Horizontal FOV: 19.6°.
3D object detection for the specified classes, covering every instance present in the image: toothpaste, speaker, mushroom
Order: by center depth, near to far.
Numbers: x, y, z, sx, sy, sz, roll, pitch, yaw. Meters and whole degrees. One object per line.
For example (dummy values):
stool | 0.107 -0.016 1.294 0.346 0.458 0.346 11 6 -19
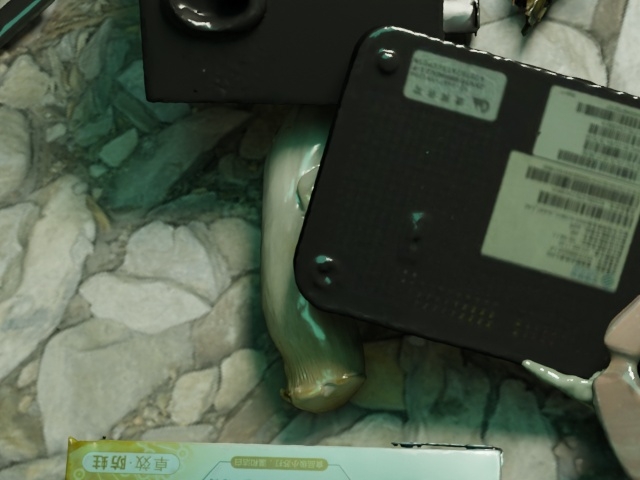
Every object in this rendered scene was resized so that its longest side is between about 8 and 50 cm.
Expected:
toothpaste | -0.025 0.190 1.324 0.313 0.071 0.089 1 66 4
mushroom | -0.001 -0.002 1.413 0.099 0.096 0.278 -16 56 34
speaker | 0.000 -0.221 1.422 0.254 0.184 0.232 2 24 5

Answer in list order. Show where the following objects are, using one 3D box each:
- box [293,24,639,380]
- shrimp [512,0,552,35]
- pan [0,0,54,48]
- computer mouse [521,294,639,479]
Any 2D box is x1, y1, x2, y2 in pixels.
box | 0.168 -0.013 1.327 0.350 0.058 0.211 15 96 -6
shrimp | 0.247 -0.281 1.566 0.169 0.058 0.296 12 60 7
pan | -0.307 -0.134 1.533 0.235 0.028 0.136 -42 68 -14
computer mouse | 0.333 0.117 1.261 0.389 0.115 0.199 14 86 1
